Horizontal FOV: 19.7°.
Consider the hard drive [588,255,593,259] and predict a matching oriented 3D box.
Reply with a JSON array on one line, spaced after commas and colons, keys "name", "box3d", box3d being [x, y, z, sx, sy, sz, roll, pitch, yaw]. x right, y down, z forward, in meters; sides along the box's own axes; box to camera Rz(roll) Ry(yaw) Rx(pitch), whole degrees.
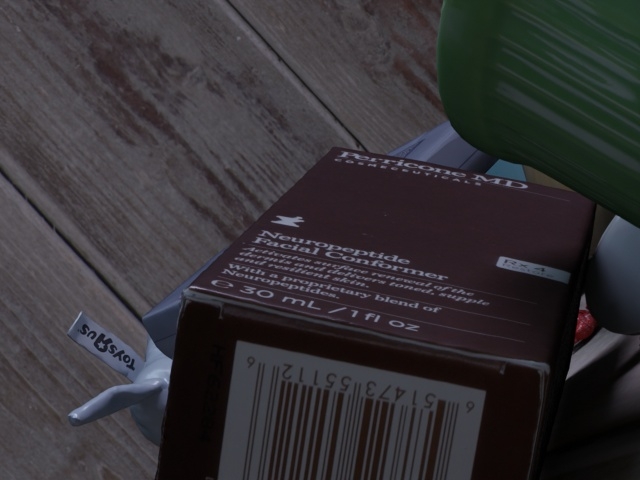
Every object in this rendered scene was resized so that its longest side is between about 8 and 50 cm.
[{"name": "hard drive", "box3d": [0.169, 0.026, 1.522, 0.135, 0.022, 0.094, -28, 4, -15]}]

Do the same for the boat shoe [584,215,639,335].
[{"name": "boat shoe", "box3d": [0.256, -0.022, 1.132, 0.219, 0.078, 0.070, -48, -33, 15]}]

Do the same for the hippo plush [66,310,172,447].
[{"name": "hippo plush", "box3d": [-0.043, 0.100, 1.661, 0.237, 0.294, 0.234, -31, 38, 20]}]

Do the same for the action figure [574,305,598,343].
[{"name": "action figure", "box3d": [0.166, 0.075, 1.334, 0.115, 0.030, 0.038, -39, -2, 31]}]

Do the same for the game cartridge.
[{"name": "game cartridge", "box3d": [0.000, 0.000, 1.452, 0.294, 0.060, 0.196, -28, 5, 36]}]

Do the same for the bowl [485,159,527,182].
[{"name": "bowl", "box3d": [0.246, -0.149, 1.615, 0.312, 0.163, 0.311, -28, -4, -2]}]

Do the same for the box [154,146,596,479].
[{"name": "box", "box3d": [0.050, 0.058, 1.075, 0.381, 0.191, 0.143, -49, -31, -73]}]

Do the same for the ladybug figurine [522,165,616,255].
[{"name": "ladybug figurine", "box3d": [0.263, -0.206, 1.273, 0.305, 0.162, 0.449, -154, 72, -64]}]

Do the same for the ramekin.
[{"name": "ramekin", "box3d": [0.216, -0.141, 0.968, 0.303, 0.148, 0.303, -37, -31, -27]}]

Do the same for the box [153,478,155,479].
[{"name": "box", "box3d": [-0.071, 0.219, 1.226, 0.247, 0.142, 0.163, -43, 2, -32]}]
